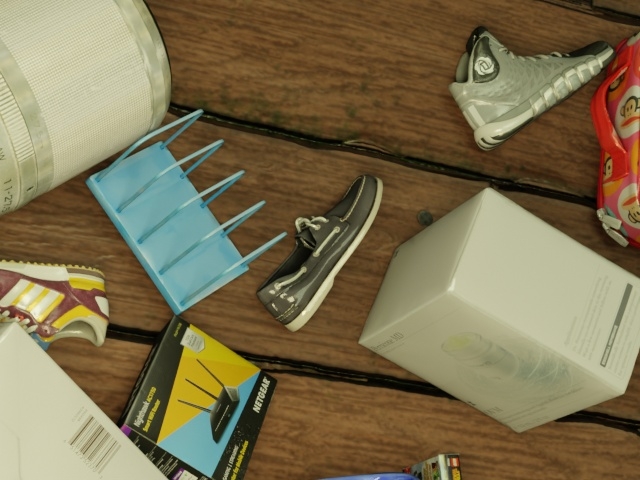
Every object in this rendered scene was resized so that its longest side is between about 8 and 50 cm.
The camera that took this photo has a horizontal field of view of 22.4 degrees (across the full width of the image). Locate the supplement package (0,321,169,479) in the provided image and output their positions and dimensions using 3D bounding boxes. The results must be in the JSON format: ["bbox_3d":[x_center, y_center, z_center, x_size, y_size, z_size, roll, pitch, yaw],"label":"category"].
[{"bbox_3d":[-0.288,0.235,1.485,0.262,0.145,0.204,51,60,-23],"label":"supplement package"}]

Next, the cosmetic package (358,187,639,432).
[{"bbox_3d":[0.197,0.082,1.739,0.224,0.224,0.138,31,63,-11],"label":"cosmetic package"}]

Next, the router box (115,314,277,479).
[{"bbox_3d":[-0.126,0.174,1.629,0.133,0.046,0.179,33,35,-10],"label":"router box"}]

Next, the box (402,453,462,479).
[{"bbox_3d":[0.124,0.301,1.710,0.027,0.094,0.137,1,73,-23],"label":"box"}]

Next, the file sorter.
[{"bbox_3d":[-0.134,-0.035,1.686,0.170,0.104,0.118,55,42,2],"label":"file sorter"}]

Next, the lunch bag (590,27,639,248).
[{"bbox_3d":[0.445,-0.123,1.973,0.258,0.120,0.293,16,68,-18],"label":"lunch bag"}]

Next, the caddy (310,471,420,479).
[{"bbox_3d":[-0.037,0.327,1.533,0.341,0.241,0.179,-25,97,-41],"label":"caddy"}]

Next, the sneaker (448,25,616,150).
[{"bbox_3d":[0.246,-0.216,1.940,0.228,0.086,0.132,-34,86,-28],"label":"sneaker"}]

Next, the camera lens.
[{"bbox_3d":[-0.303,-0.156,1.603,0.274,0.219,0.219,-32,88,-28],"label":"camera lens"}]

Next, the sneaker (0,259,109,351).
[{"bbox_3d":[-0.301,0.069,1.616,0.185,0.069,0.084,0,68,-22],"label":"sneaker"}]

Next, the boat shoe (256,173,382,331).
[{"bbox_3d":[0.000,0.000,1.767,0.065,0.075,0.206,36,67,-12],"label":"boat shoe"}]
